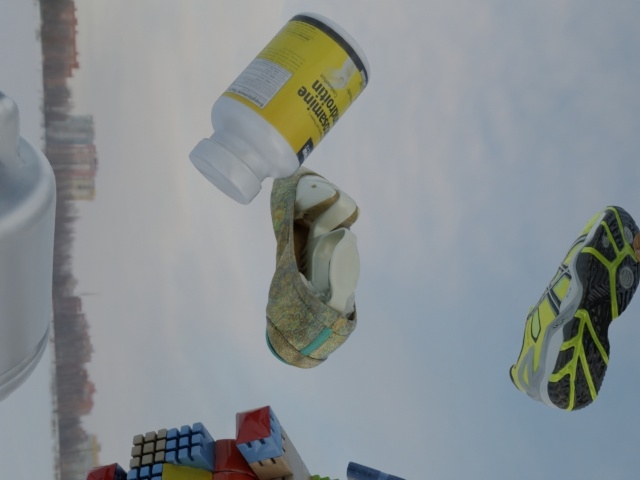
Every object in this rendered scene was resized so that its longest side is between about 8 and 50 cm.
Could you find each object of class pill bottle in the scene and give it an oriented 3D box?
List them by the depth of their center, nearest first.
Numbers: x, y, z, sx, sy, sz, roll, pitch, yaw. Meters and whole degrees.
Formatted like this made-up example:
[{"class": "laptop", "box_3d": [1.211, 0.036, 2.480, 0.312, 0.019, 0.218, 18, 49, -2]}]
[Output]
[{"class": "pill bottle", "box_3d": [-0.042, -0.127, 0.673, 0.184, 0.103, 0.103, -52, -162, -12]}]

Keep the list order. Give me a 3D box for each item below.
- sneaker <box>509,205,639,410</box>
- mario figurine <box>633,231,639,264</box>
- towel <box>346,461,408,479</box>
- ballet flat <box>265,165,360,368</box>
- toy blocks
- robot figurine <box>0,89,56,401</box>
[{"class": "sneaker", "box_3d": [0.433, 0.100, 1.182, 0.384, 0.145, 0.147, -59, -158, -18]}, {"class": "mario figurine", "box_3d": [0.610, 0.085, 1.021, 0.320, 0.170, 0.198, 48, 2, -16]}, {"class": "towel", "box_3d": [0.102, 0.420, 1.191, 0.067, 0.120, 0.029, 80, 28, -61]}, {"class": "ballet flat", "box_3d": [0.000, 0.000, 0.866, 0.348, 0.123, 0.123, -88, -168, -46]}, {"class": "toy blocks", "box_3d": [-0.170, 0.355, 0.938, 0.190, 0.382, 0.260, -97, 169, -48]}, {"class": "robot figurine", "box_3d": [-0.344, 0.024, 0.607, 0.300, 0.200, 0.353, -63, 173, -54]}]
